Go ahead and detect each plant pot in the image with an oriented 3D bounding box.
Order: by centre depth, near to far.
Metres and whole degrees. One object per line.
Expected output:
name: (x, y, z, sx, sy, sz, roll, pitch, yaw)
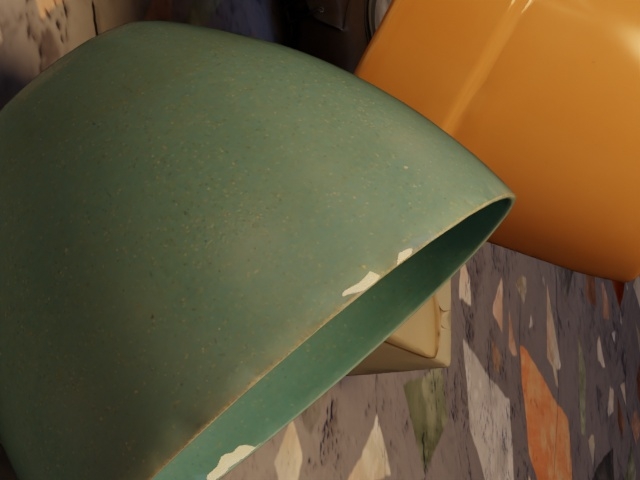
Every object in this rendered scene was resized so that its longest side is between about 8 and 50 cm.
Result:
plant pot: (-0.071, 0.002, 0.840, 0.195, 0.290, 0.290, 49, 18, 9)
plant pot: (0.152, -0.107, 0.995, 0.291, 0.203, 0.291, -58, 175, -8)

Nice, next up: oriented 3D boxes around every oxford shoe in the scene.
oxford shoe: (-0.003, -0.176, 1.314, 0.096, 0.083, 0.227, 31, 55, -38)

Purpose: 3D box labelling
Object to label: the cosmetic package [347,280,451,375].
cosmetic package: (0.000, 0.000, 1.201, 0.309, 0.113, 0.160, 28, 59, -65)
